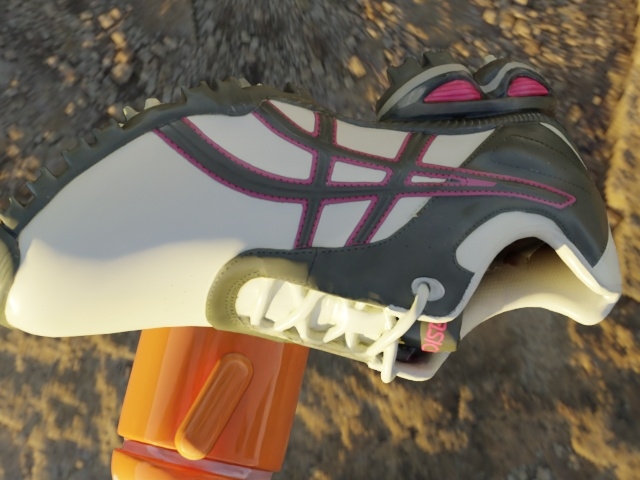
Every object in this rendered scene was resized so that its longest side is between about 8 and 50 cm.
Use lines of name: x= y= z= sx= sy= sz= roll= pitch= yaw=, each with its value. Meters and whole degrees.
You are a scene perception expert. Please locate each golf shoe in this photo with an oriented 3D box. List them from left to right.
golf shoe: x=0.000 y=0.000 z=0.607 sx=0.272 sy=0.120 sz=0.105 roll=-14 pitch=148 yaw=-23

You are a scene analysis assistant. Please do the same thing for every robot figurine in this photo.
robot figurine: x=-0.082 y=0.122 z=1.107 sx=0.128 sy=0.158 sz=0.219 roll=19 pitch=81 yaw=-39
